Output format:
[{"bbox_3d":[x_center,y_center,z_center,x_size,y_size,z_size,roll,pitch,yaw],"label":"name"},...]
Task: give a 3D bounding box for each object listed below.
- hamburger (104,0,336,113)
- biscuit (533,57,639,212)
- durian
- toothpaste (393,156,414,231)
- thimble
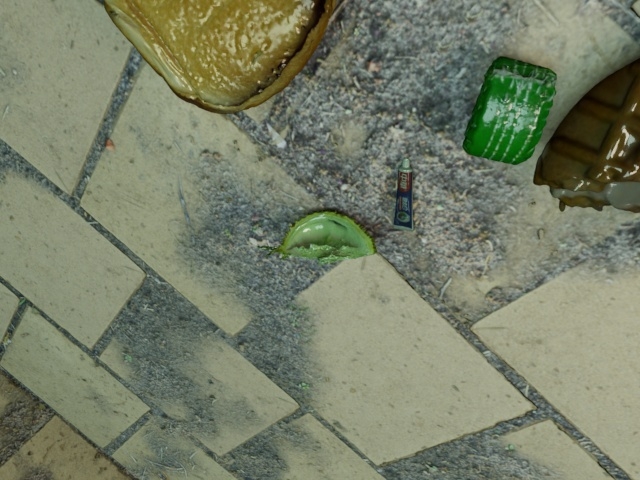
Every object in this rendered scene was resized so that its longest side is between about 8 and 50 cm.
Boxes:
[{"bbox_3d":[-0.130,-0.340,0.702,0.284,0.174,0.304,-28,106,35],"label":"hamburger"},{"bbox_3d":[0.439,-0.076,0.554,0.366,0.115,0.268,43,119,37],"label":"biscuit"},{"bbox_3d":[0.000,0.000,0.920,0.215,0.100,0.086,0,119,18],"label":"durian"},{"bbox_3d":[0.139,-0.073,0.856,0.037,0.021,0.140,13,129,23],"label":"toothpaste"},{"bbox_3d":[0.244,-0.169,0.678,0.090,0.118,0.130,18,149,9],"label":"thimble"}]
